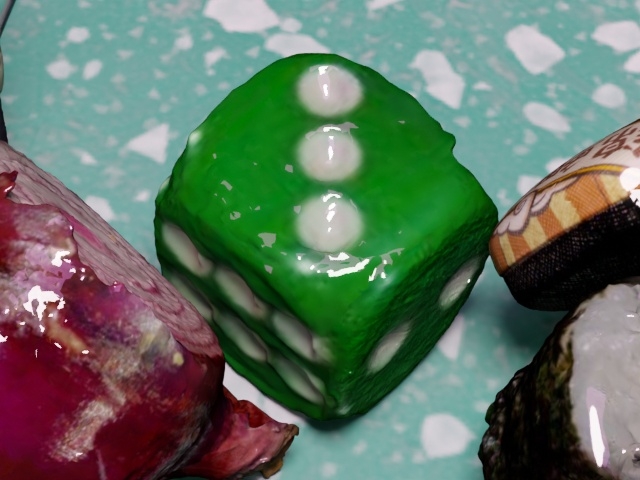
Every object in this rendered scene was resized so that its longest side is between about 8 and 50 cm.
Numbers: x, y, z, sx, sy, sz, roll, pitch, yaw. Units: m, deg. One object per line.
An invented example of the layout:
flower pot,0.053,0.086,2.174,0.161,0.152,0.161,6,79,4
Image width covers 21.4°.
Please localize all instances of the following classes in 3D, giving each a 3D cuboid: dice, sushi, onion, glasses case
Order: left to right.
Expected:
onion,-0.109,0.063,0.752,0.140,0.218,0.195,-54,29,-5
dice,0.000,0.000,0.805,0.128,0.131,0.120,38,62,18
sushi,0.186,0.100,0.749,0.225,0.127,0.124,12,58,-9
glasses case,0.217,-0.039,0.822,0.321,0.122,0.082,-19,81,-35

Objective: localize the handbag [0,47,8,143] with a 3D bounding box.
handbag,-0.236,-0.206,0.821,0.121,0.303,0.329,-12,56,-14
